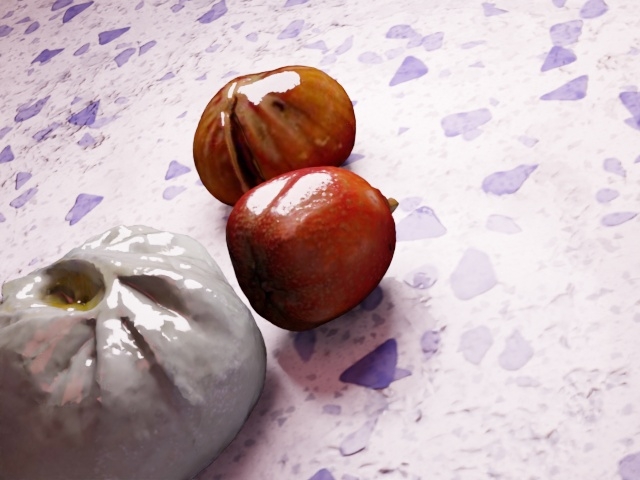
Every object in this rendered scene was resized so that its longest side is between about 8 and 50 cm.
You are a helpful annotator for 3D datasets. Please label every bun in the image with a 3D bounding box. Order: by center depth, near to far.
[{"bbox_3d":[-0.232,0.122,0.957,0.354,0.194,0.354,-16,37,13],"label":"bun"}]

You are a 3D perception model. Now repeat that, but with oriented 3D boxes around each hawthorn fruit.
[{"bbox_3d":[0.000,0.000,0.993,0.188,0.169,0.169,-33,36,-33],"label":"hawthorn fruit"}]

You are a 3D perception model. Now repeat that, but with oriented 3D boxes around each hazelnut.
[{"bbox_3d":[-0.058,-0.133,1.172,0.204,0.178,0.178,-14,39,15],"label":"hazelnut"}]
